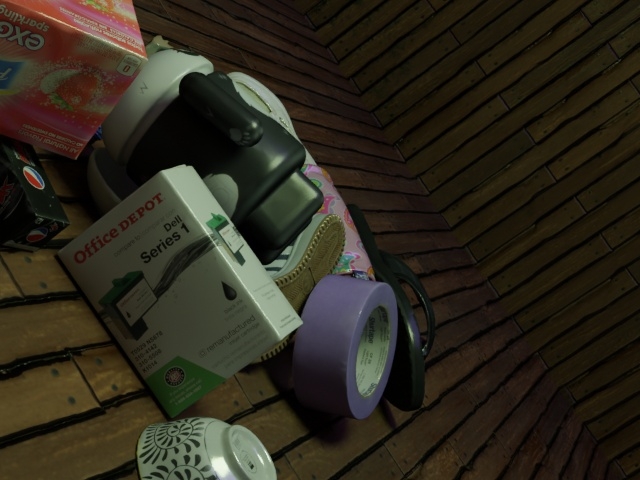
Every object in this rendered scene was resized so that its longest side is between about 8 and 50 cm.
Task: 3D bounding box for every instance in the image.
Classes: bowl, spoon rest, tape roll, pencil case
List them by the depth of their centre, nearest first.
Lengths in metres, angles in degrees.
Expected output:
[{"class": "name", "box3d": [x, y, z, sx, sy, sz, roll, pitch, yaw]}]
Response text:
[{"class": "bowl", "box3d": [-0.096, 0.236, 1.096, 0.170, 0.080, 0.170, 50, 15, -19]}, {"class": "spoon rest", "box3d": [-0.188, -0.003, 1.333, 0.276, 0.084, 0.137, 56, 15, 5]}, {"class": "tape roll", "box3d": [0.036, 0.143, 1.493, 0.189, 0.080, 0.188, 9, 90, -69]}, {"class": "pencil case", "box3d": [0.000, 0.000, 1.827, 0.124, 0.124, 0.284, 39, 22, -44]}]

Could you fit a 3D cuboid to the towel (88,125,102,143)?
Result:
[{"class": "towel", "box3d": [-0.324, -0.181, 1.413, 0.119, 0.029, 0.067, 45, 17, -29]}]

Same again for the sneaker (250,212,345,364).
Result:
[{"class": "sneaker", "box3d": [-0.092, 0.057, 1.481, 0.282, 0.153, 0.099, -52, 138, -42]}]

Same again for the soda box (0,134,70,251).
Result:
[{"class": "soda box", "box3d": [-0.324, -0.073, 1.130, 0.168, 0.053, 0.060, 59, 17, 21]}]

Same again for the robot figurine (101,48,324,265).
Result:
[{"class": "robot figurine", "box3d": [-0.128, -0.102, 1.306, 0.278, 0.209, 0.173, 42, 27, 3]}]

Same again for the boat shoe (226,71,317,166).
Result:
[{"class": "boat shoe", "box3d": [-0.090, -0.182, 1.990, 0.277, 0.098, 0.096, 51, 15, -16]}]

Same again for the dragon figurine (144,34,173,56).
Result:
[{"class": "dragon figurine", "box3d": [-0.268, -0.205, 1.491, 0.085, 0.144, 0.289, 42, 21, 14]}]

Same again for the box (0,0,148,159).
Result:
[{"class": "box", "box3d": [-0.340, -0.215, 1.065, 0.300, 0.154, 0.142, 20, 35, -37]}]

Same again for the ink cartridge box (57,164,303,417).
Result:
[{"class": "ink cartridge box", "box3d": [-0.151, 0.051, 1.180, 0.219, 0.160, 0.092, 54, 15, 2]}]

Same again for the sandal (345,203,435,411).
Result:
[{"class": "sandal", "box3d": [0.117, 0.092, 1.852, 0.107, 0.167, 0.445, -2, 42, -18]}]
